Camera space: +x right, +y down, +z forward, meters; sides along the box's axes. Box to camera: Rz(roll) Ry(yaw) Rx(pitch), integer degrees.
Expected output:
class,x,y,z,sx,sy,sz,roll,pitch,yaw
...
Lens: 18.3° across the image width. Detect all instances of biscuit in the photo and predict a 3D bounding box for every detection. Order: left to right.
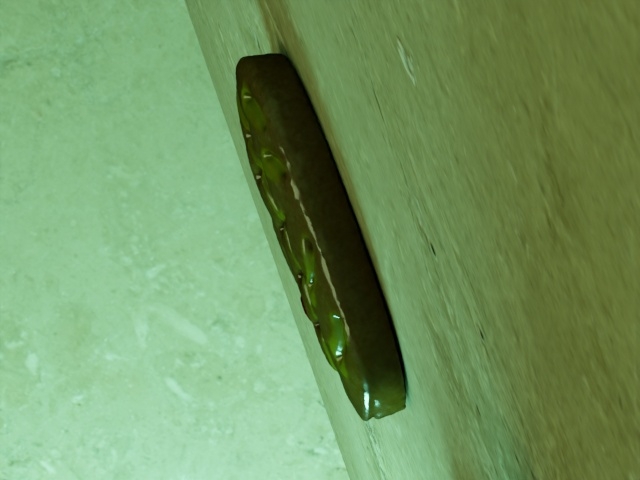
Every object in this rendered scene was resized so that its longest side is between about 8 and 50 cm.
class,x,y,z,sx,sy,sz,roll,pitch,yaw
biscuit,-0.009,0.003,2.074,0.350,0.070,0.394,91,159,-76
